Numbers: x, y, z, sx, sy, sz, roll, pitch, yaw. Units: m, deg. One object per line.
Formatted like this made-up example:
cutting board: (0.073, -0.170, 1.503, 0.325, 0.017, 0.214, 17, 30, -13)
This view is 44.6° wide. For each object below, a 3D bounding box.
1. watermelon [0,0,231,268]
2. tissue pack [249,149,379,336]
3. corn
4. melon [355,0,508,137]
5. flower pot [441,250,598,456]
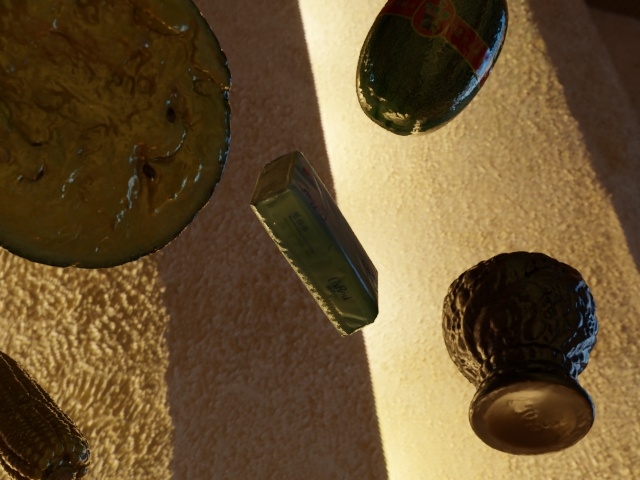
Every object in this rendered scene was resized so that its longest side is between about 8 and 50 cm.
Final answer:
watermelon: (-0.267, -0.146, 0.855, 0.331, 0.330, 0.189, -6, -158, -34)
tissue pack: (0.000, 0.000, 1.220, 0.263, 0.089, 0.177, 55, -163, -20)
corn: (-0.308, 0.181, 0.792, 0.080, 0.080, 0.231, -16, -151, -38)
melon: (0.162, -0.279, 1.099, 0.182, 0.182, 0.287, 32, -100, -6)
flower pot: (0.340, 0.197, 1.307, 0.267, 0.266, 0.267, 24, -142, -13)
